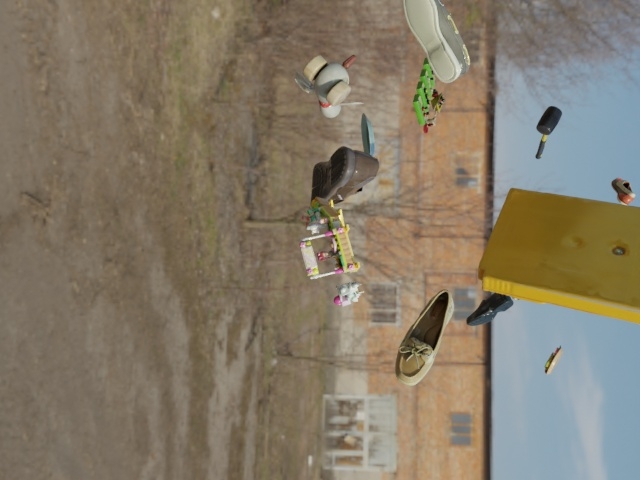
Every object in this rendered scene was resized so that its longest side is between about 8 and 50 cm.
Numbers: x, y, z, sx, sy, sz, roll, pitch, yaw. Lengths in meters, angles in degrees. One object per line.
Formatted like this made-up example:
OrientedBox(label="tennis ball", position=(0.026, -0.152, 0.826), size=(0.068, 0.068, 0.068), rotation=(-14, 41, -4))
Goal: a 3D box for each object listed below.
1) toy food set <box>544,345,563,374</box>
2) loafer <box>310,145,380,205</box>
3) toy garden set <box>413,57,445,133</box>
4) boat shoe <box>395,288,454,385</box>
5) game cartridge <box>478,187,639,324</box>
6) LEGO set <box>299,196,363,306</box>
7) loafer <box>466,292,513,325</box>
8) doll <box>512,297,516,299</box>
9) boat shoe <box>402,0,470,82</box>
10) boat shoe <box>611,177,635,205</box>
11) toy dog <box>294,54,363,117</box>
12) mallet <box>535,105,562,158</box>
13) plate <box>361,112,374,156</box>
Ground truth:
OrientedBox(label="toy food set", position=(0.608, 0.312, 1.913), size=(0.083, 0.020, 0.082), rotation=(-52, 155, -18))
OrientedBox(label="loafer", position=(0.064, -0.159, 2.045), size=(0.366, 0.130, 0.133), rotation=(160, -65, -72))
OrientedBox(label="toy garden set", position=(0.398, -0.501, 2.628), size=(0.203, 0.049, 0.244), rotation=(64, 35, -45))
OrientedBox(label="boat shoe", position=(0.287, 0.265, 2.042), size=(0.089, 0.105, 0.285), rotation=(75, 39, -66))
OrientedBox(label="game cartridge", position=(0.494, 0.021, 1.423), size=(0.285, 0.324, 0.052), rotation=(-57, 148, -40))
OrientedBox(label="LEGO set", position=(0.000, 0.000, 1.551), size=(0.132, 0.107, 0.287), rotation=(89, -15, -54))
OrientedBox(label="loafer", position=(0.521, 0.210, 2.282), size=(0.062, 0.170, 0.061), rotation=(24, 40, -42))
OrientedBox(label="doll", position=(0.574, 0.109, 2.146), size=(0.046, 0.189, 0.129), rotation=(3, -108, 63))
OrientedBox(label="boat shoe", position=(0.329, -0.599, 2.074), size=(0.109, 0.091, 0.304), rotation=(-16, -78, 53))
OrientedBox(label="boat shoe", position=(0.839, -0.142, 2.025), size=(0.043, 0.049, 0.137), rotation=(-60, -175, 32))
OrientedBox(label="toy dog", position=(0.051, -0.512, 2.377), size=(0.220, 0.161, 0.334), rotation=(51, -2, -13))
OrientedBox(label="mallet", position=(0.516, -0.233, 1.704), size=(0.062, 0.039, 0.189), rotation=(-53, 161, -21))
OrientedBox(label="plate", position=(0.175, -0.372, 2.674), size=(0.188, 0.024, 0.188), rotation=(172, -90, -86))
